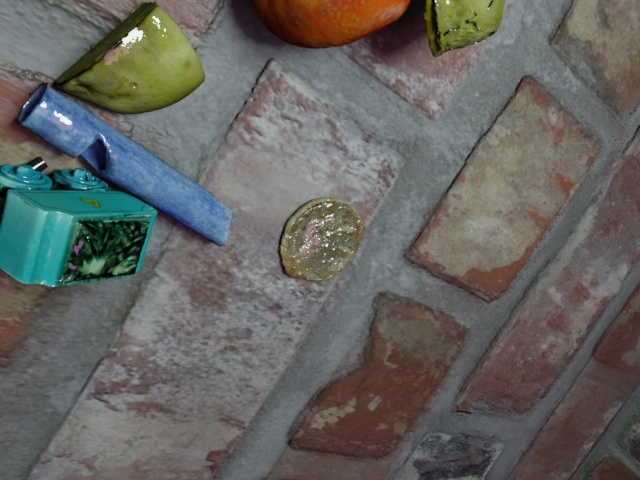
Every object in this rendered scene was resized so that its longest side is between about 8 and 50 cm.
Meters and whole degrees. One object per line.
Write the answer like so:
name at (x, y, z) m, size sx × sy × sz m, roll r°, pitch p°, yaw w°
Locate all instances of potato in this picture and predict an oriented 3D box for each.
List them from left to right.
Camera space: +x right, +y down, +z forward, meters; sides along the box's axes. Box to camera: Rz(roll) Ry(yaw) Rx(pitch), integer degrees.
potato at (-0.210, -0.184, 0.714) m, size 0.149 × 0.081 × 0.120 m, roll -43°, pitch 127°, yaw -4°

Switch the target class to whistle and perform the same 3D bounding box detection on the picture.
whistle at (-0.225, -0.085, 0.770) m, size 0.304 × 0.062 × 0.062 m, roll 36°, pitch 93°, yaw -39°

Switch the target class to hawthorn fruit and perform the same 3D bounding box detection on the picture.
hawthorn fruit at (0.035, -0.317, 0.729) m, size 0.226 × 0.197 × 0.196 m, roll -1°, pitch 116°, yaw -47°

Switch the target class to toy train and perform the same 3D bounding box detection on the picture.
toy train at (-0.287, -0.017, 0.696) m, size 0.198 × 0.154 × 0.107 m, roll -5°, pitch 119°, yaw -61°

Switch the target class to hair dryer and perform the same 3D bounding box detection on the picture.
hair dryer at (-0.354, -0.053, 0.738) m, size 0.079 × 0.031 × 0.083 m, roll -38°, pitch 142°, yaw -19°

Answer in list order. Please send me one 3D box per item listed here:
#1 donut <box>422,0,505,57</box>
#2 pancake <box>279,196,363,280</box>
donut at (0.174, -0.365, 0.739) m, size 0.107 × 0.272 × 0.272 m, roll -2°, pitch 125°, yaw 16°
pancake at (0.000, 0.000, 0.974) m, size 0.152 × 0.025 × 0.151 m, roll -15°, pitch 122°, yaw -25°
